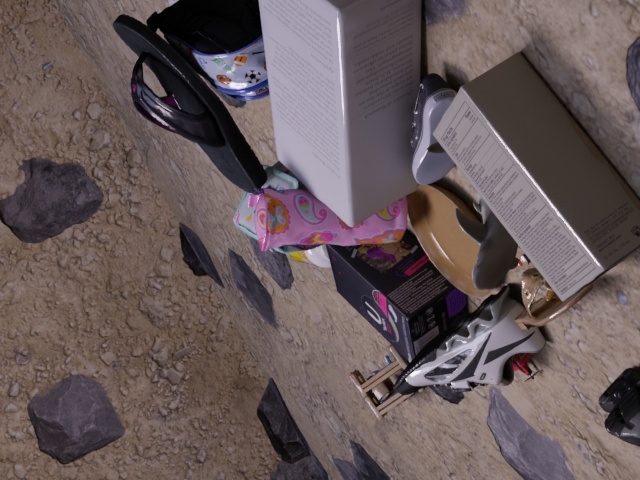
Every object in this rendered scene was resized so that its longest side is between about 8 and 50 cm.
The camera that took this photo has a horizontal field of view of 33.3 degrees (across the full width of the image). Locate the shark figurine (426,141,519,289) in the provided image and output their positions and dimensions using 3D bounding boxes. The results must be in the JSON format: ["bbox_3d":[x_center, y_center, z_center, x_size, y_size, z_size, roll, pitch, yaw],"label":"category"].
[{"bbox_3d":[0.279,-0.060,1.653,0.116,0.166,0.278,-26,67,40],"label":"shark figurine"}]

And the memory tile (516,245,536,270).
[{"bbox_3d":[0.352,0.029,1.697,0.148,0.012,0.113,39,154,46],"label":"memory tile"}]

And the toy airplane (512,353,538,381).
[{"bbox_3d":[0.343,0.194,1.961,0.151,0.028,0.151,35,141,34],"label":"toy airplane"}]

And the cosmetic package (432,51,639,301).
[{"bbox_3d":[0.304,-0.084,1.474,0.309,0.113,0.160,55,162,10],"label":"cosmetic package"}]

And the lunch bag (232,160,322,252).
[{"bbox_3d":[-0.032,-0.079,2.118,0.223,0.262,0.160,28,146,59],"label":"lunch bag"}]

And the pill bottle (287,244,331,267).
[{"bbox_3d":[0.000,0.000,2.399,0.117,0.118,0.208,63,162,-15],"label":"pill bottle"}]

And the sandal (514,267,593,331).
[{"bbox_3d":[0.336,0.083,1.663,0.079,0.088,0.240,50,166,5],"label":"sandal"}]

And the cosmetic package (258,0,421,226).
[{"bbox_3d":[0.035,-0.269,1.749,0.230,0.161,0.453,45,154,34],"label":"cosmetic package"}]

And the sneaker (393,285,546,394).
[{"bbox_3d":[0.264,0.224,1.923,0.146,0.122,0.330,47,132,-2],"label":"sneaker"}]

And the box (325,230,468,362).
[{"bbox_3d":[0.150,0.089,2.112,0.270,0.143,0.165,43,158,39],"label":"box"}]

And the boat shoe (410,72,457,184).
[{"bbox_3d":[0.176,-0.180,1.717,0.228,0.080,0.076,84,164,-59],"label":"boat shoe"}]

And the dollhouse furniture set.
[{"bbox_3d":[0.171,0.325,2.544,0.129,0.129,0.184,56,-168,8],"label":"dollhouse furniture set"}]

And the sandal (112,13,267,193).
[{"bbox_3d":[-0.244,-0.222,1.960,0.168,0.107,0.445,24,158,47],"label":"sandal"}]

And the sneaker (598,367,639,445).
[{"bbox_3d":[0.475,0.252,1.543,0.106,0.101,0.267,43,-169,6],"label":"sneaker"}]

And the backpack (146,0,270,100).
[{"bbox_3d":[-0.133,-0.372,1.906,0.213,0.276,0.263,50,175,-37],"label":"backpack"}]

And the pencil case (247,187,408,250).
[{"bbox_3d":[0.015,-0.048,1.946,0.124,0.284,0.124,177,90,-78],"label":"pencil case"}]

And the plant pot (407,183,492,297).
[{"bbox_3d":[0.239,-0.006,1.905,0.236,0.032,0.236,48,159,25],"label":"plant pot"}]

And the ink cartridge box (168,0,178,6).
[{"bbox_3d":[-0.246,-0.507,2.172,0.296,0.066,0.261,170,87,-71],"label":"ink cartridge box"}]
